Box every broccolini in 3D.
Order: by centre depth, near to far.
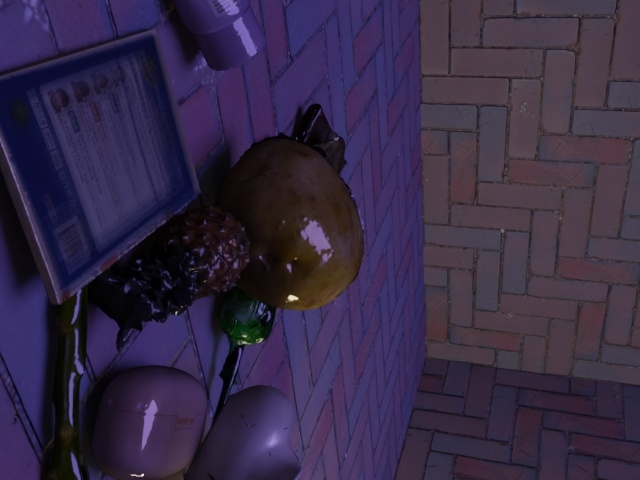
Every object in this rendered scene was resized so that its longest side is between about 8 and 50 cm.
[{"bbox_3d":[-0.264,0.215,0.825,0.074,0.079,0.391,-167,-99,-73],"label":"broccolini"}]

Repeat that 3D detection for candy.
[{"bbox_3d":[-0.151,0.227,1.198,0.097,0.097,0.323,34,71,-71],"label":"candy"}]

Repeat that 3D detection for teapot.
[{"bbox_3d":[-0.102,0.316,1.079,0.299,0.166,0.208,82,25,-76],"label":"teapot"}]

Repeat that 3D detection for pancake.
[{"bbox_3d":[-0.021,-0.117,1.485,0.236,0.042,0.222,-52,162,-39],"label":"pancake"}]

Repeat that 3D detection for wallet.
[{"bbox_3d":[-0.007,-0.175,1.580,0.132,0.039,0.243,-66,157,-15],"label":"wallet"}]

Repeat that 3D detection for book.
[{"bbox_3d":[-0.237,-0.100,0.825,0.322,0.018,0.228,-53,135,-61],"label":"book"}]

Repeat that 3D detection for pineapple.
[{"bbox_3d":[-0.191,0.040,0.932,0.248,0.128,0.128,-40,133,-58],"label":"pineapple"}]

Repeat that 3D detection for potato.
[{"bbox_3d":[-0.057,-0.008,1.126,0.242,0.243,0.285,-49,132,-63],"label":"potato"}]

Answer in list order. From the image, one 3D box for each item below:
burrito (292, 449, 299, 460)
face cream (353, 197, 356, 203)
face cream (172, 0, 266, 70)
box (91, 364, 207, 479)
[{"bbox_3d":[-0.087,0.438,1.466,0.226,0.061,0.086,71,34,-55],"label":"burrito"},{"bbox_3d":[0.000,0.000,1.508,0.264,0.083,0.149,-57,179,-38],"label":"face cream"},{"bbox_3d":[-0.164,-0.359,0.960,0.273,0.096,0.154,64,35,-36],"label":"face cream"},{"bbox_3d":[-0.213,0.233,0.942,0.200,0.088,0.145,39,59,-72],"label":"box"}]
